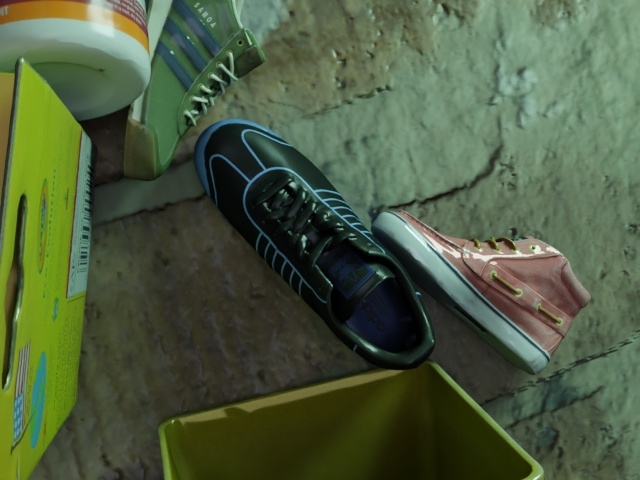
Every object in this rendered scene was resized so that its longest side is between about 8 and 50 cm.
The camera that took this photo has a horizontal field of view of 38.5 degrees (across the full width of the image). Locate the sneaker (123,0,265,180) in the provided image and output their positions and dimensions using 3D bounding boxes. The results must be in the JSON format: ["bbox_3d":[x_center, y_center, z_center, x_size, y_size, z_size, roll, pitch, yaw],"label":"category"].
[{"bbox_3d":[-0.083,-0.132,0.661,0.086,0.064,0.192,10,84,-4],"label":"sneaker"}]

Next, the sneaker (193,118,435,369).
[{"bbox_3d":[0.000,0.000,0.661,0.081,0.090,0.232,-44,96,-7],"label":"sneaker"}]

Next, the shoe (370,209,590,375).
[{"bbox_3d":[0.124,0.019,0.698,0.178,0.063,0.081,41,82,-12],"label":"shoe"}]

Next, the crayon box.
[{"bbox_3d":[-0.185,0.019,0.514,0.081,0.318,0.202,5,88,-9],"label":"crayon box"}]

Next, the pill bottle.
[{"bbox_3d":[-0.180,-0.199,0.602,0.121,0.121,0.221,-6,75,-10],"label":"pill bottle"}]

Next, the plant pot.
[{"bbox_3d":[0.019,0.220,0.611,0.212,0.212,0.187,-12,103,-10],"label":"plant pot"}]
